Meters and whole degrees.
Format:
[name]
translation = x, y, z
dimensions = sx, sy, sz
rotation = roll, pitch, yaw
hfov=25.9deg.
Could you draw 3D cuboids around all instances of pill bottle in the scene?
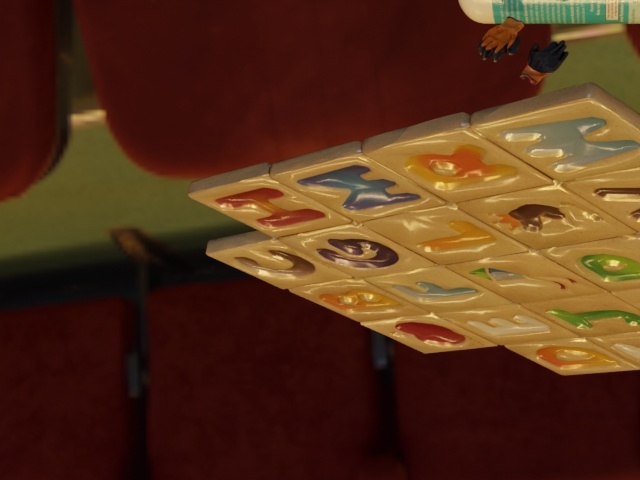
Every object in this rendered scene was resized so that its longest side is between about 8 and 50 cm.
[pill bottle]
translation = 0.234, -0.299, 1.449
dimensions = 0.264, 0.146, 0.146
rotation = 2, 165, 12

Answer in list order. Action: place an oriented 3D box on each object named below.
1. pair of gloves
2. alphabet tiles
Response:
[pair of gloves]
translation = 0.203, -0.192, 1.394
dimensions = 0.083, 0.074, 0.010
rotation = 30, 142, 19
[alphabet tiles]
translation = 0.117, 0.012, 0.646
dimensions = 0.285, 0.011, 0.342
rotation = 26, 156, -38
